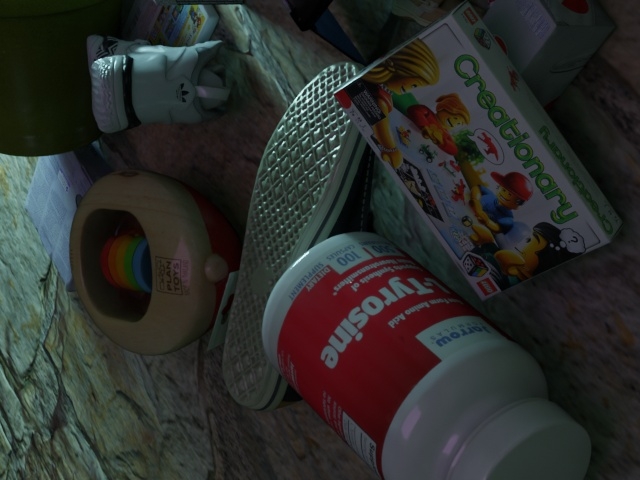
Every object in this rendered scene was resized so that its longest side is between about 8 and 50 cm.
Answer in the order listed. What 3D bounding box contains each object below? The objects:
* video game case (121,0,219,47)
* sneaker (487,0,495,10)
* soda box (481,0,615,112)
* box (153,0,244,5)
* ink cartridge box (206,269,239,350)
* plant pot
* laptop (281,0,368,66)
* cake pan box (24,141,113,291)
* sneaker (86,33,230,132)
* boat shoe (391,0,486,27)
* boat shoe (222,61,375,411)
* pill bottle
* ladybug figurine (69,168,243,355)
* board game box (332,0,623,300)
[{"bbox_3d":[-0.257,-0.360,2.212,0.206,0.026,0.227,61,137,30],"label":"video game case"},{"bbox_3d":[0.209,-0.277,1.558,0.067,0.042,0.118,43,120,38],"label":"sneaker"},{"bbox_3d":[0.210,-0.179,1.521,0.286,0.098,0.091,-55,52,42],"label":"soda box"},{"bbox_3d":[-0.221,-0.488,2.024,0.247,0.163,0.142,53,136,36],"label":"box"},{"bbox_3d":[-0.109,0.070,1.933,0.045,0.179,0.145,34,123,24],"label":"ink cartridge box"},{"bbox_3d":[-0.511,-0.350,2.333,0.366,0.366,0.353,33,133,47],"label":"plant pot"},{"bbox_3d":[-0.016,-0.459,1.620,0.382,0.236,0.408,57,137,12],"label":"laptop"},{"bbox_3d":[-0.478,-0.077,2.523,0.267,0.070,0.245,54,132,35],"label":"cake pan box"},{"bbox_3d":[-0.264,-0.257,2.112,0.366,0.210,0.137,-126,33,-69],"label":"sneaker"},{"bbox_3d":[0.145,-0.297,1.627,0.170,0.063,0.059,28,123,50],"label":"boat shoe"},{"bbox_3d":[0.000,0.000,1.797,0.187,0.156,0.500,33,113,53],"label":"boat shoe"},{"bbox_3d":[0.123,0.176,1.580,0.408,0.229,0.229,40,126,44],"label":"pill bottle"},{"bbox_3d":[-0.262,0.032,2.153,0.449,0.162,0.305,11,104,54],"label":"ladybug figurine"},{"bbox_3d":[0.175,-0.094,1.478,0.193,0.053,0.305,-30,100,41],"label":"board game box"}]
